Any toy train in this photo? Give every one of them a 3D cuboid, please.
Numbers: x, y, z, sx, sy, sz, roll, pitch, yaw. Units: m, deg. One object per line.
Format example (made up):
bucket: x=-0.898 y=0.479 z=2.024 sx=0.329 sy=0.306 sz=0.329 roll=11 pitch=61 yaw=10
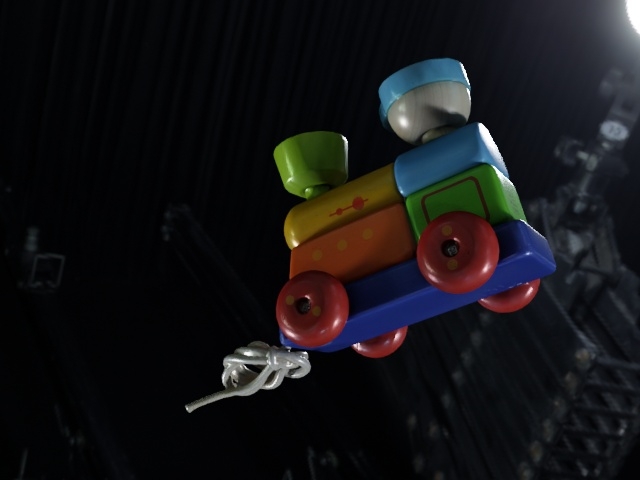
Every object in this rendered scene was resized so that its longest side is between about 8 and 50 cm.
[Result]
toy train: x=0.000 y=0.000 z=0.511 sx=0.105 sy=0.248 sz=0.143 roll=22 pitch=-131 yaw=-59
